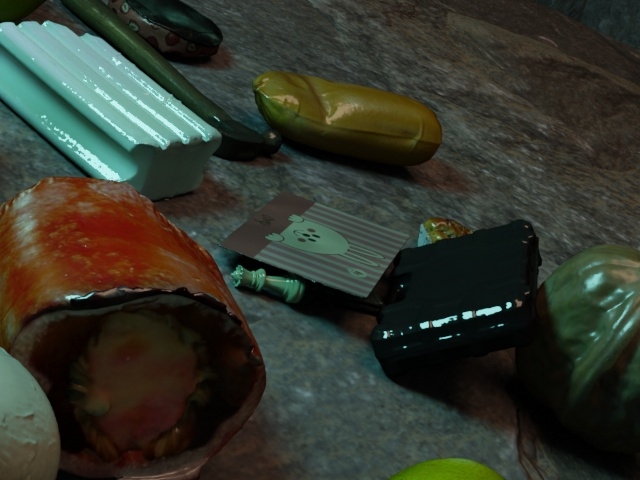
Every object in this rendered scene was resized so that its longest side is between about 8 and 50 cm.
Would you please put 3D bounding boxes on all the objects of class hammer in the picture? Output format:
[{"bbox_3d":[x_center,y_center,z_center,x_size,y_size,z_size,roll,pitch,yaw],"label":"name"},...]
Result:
[{"bbox_3d":[-0.250,-0.263,2.051,0.440,0.044,0.168,42,25,25],"label":"hammer"}]

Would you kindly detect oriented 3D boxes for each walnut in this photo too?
[{"bbox_3d":[0.391,0.138,1.729,0.227,0.273,0.273,4,35,-34],"label":"walnut"}]

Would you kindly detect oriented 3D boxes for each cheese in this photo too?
[{"bbox_3d":[-0.304,0.156,1.061,0.198,0.154,0.189,45,23,30],"label":"cheese"}]

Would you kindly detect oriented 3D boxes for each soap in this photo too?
[{"bbox_3d":[-0.291,-0.173,1.768,0.289,0.095,0.173,39,27,19],"label":"soap"}]

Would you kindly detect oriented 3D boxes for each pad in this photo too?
[{"bbox_3d":[0.000,-0.001,1.790,0.202,0.005,0.300,20,19,9],"label":"pad"}]

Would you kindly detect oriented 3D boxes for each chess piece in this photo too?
[{"bbox_3d":[-0.068,0.051,1.662,0.093,0.042,0.042,11,30,-22],"label":"chess piece"}]

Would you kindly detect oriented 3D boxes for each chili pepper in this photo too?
[{"bbox_3d":[-0.193,0.058,1.289,0.251,0.229,0.305,3,33,-18],"label":"chili pepper"}]

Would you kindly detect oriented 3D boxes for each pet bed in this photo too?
[{"bbox_3d":[-0.255,-0.362,2.207,0.201,0.053,0.201,28,19,-11],"label":"pet bed"}]

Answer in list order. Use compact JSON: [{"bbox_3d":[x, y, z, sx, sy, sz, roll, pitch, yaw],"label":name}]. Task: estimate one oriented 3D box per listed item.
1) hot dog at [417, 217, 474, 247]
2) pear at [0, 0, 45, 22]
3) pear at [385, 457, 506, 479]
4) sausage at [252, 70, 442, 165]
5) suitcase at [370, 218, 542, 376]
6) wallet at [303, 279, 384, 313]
[{"bbox_3d":[0.230,0.018,2.032,0.191,0.059,0.108,16,32,-32],"label":"hot dog"},{"bbox_3d":[-0.472,-0.400,1.901,0.200,0.200,0.200,25,25,-12],"label":"pear"},{"bbox_3d":[0.124,0.292,1.237,0.198,0.198,0.198,25,25,-12],"label":"pear"},{"bbox_3d":[0.031,-0.197,2.152,0.354,0.116,0.134,10,46,-32],"label":"sausage"},{"bbox_3d":[0.181,0.068,1.731,0.285,0.206,0.066,-66,138,-65],"label":"suitcase"},{"bbox_3d":[0.019,0.052,1.765,0.129,0.026,0.088,15,29,-30],"label":"wallet"}]
